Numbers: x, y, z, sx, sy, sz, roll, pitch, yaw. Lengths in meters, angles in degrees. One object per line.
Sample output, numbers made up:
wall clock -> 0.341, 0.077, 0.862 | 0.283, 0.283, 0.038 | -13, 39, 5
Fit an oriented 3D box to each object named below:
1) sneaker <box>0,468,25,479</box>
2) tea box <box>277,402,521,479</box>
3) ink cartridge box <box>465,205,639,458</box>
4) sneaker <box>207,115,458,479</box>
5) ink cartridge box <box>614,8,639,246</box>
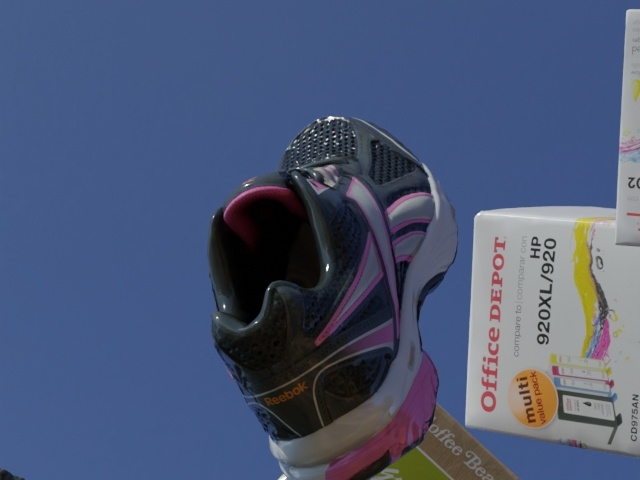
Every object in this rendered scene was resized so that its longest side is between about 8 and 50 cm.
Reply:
sneaker -> -0.346, 0.259, 1.596 | 0.262, 0.104, 0.125 | -3, -26, -2
tea box -> 0.014, 0.314, 1.423 | 0.220, 0.323, 0.329 | 43, -16, 11
ink cartridge box -> 0.248, 0.067, 1.378 | 0.233, 0.168, 0.171 | 6, -85, 39
sneaker -> 0.000, 0.000, 0.615 | 0.072, 0.178, 0.077 | -29, -62, 14
ink cartridge box -> 0.238, -0.046, 1.114 | 0.104, 0.061, 0.181 | 5, -84, 35
